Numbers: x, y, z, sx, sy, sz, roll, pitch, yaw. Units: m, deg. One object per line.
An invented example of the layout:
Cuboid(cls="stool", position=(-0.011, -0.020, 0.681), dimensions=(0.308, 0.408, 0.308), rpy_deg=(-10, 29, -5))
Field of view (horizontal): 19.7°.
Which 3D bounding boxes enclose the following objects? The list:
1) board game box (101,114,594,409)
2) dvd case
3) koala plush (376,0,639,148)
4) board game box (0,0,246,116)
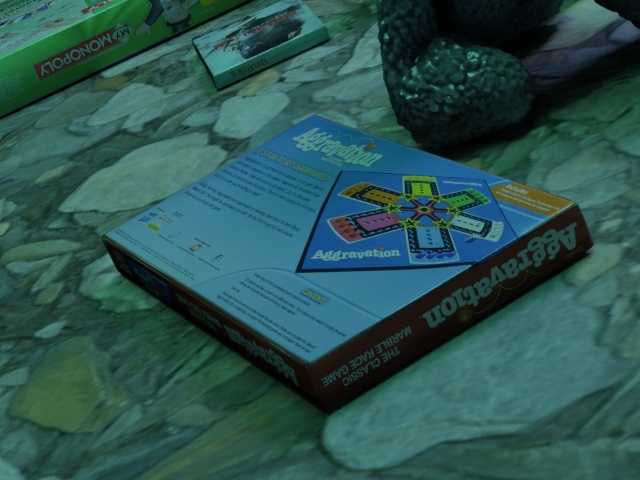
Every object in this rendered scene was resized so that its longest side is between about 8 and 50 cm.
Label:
Cuboid(cls="board game box", position=(0.000, 0.000, 0.909), dimensions=(0.145, 0.027, 0.281), rpy_deg=(-31, 22, -15))
Cuboid(cls="dvd case", position=(-0.045, -0.144, 1.316), dimensions=(0.087, 0.013, 0.119), rpy_deg=(-25, 20, -2))
Cuboid(cls="koala plush", position=(0.147, -0.178, 0.987), dimensions=(0.221, 0.203, 0.196), rpy_deg=(-3, 27, 17))
Cuboid(cls="board game box", position=(-0.218, -0.174, 1.523), dimensions=(0.317, 0.046, 0.213), rpy_deg=(-25, 22, -5))
